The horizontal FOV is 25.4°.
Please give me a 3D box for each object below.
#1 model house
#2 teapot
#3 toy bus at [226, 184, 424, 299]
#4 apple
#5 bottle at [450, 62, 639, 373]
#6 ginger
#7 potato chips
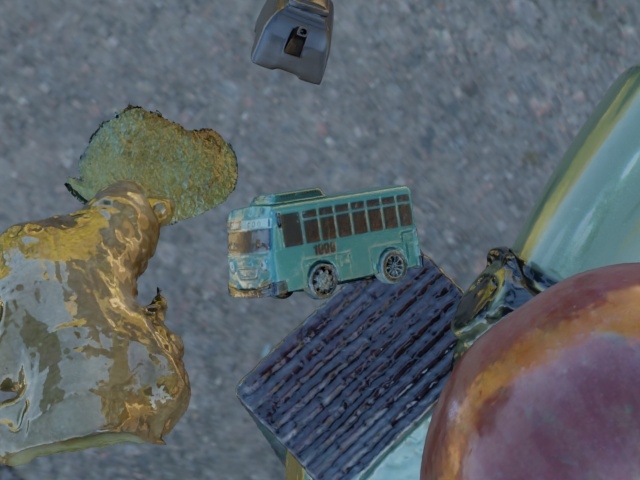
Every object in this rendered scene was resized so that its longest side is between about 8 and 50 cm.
[{"bbox_3d":[0.040,0.159,1.547,0.280,0.230,0.249,-41,99,-13],"label":"model house"},{"bbox_3d":[-0.023,-0.256,1.633,0.087,0.177,0.096,18,120,-8],"label":"teapot"},{"bbox_3d":[0.000,0.000,1.195,0.079,0.160,0.092,-5,95,54],"label":"toy bus"},{"bbox_3d":[0.109,0.081,0.502,0.153,0.153,0.120,-38,33,7],"label":"apple"},{"bbox_3d":[0.250,0.016,1.257,0.168,0.168,0.347,31,77,26],"label":"bottle"},{"bbox_3d":[-0.150,0.040,0.864,0.137,0.074,0.213,3,53,-16],"label":"ginger"},{"bbox_3d":[-0.174,-0.080,1.490,0.026,0.209,0.142,-4,114,50],"label":"potato chips"}]
